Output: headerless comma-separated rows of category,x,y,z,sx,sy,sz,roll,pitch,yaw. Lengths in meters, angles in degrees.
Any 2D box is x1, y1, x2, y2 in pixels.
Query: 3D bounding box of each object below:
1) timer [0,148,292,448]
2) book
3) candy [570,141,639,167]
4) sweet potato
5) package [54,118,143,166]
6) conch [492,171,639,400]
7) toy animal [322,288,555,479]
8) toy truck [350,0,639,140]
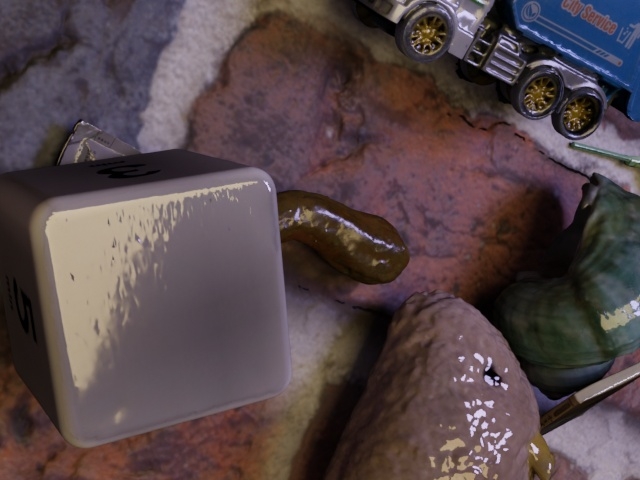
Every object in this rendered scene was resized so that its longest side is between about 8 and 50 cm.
timer,-0.154,0.035,0.810,0.193,0.195,0.194,-11,106,-26
book,0.304,0.196,1.146,0.139,0.198,0.016,-19,69,-26
candy,0.400,-0.104,1.238,0.194,0.062,0.058,11,135,-23
sweet potato,-0.001,-0.006,0.999,0.233,0.062,0.081,13,82,-32
package,-0.186,-0.003,0.912,0.173,0.027,0.171,24,84,-30
conch,0.298,0.067,1.121,0.196,0.220,0.277,4,109,-7
toy animal,0.126,0.248,1.038,0.227,0.188,0.358,29,82,-25
toy truck,0.209,-0.230,1.023,0.367,0.146,0.175,18,108,-31
